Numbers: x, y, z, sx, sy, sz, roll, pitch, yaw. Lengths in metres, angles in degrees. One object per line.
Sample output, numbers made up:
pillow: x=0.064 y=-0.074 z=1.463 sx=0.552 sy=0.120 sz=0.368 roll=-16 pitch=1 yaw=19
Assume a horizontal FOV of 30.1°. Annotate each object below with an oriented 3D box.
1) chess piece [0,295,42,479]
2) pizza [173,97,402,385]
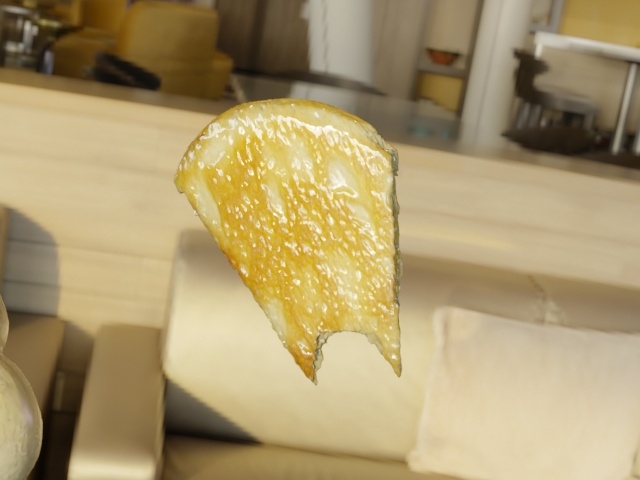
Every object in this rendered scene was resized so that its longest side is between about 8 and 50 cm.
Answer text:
chess piece: x=-0.247 y=0.038 z=0.717 sx=0.143 sy=0.260 sz=0.143 roll=-26 pitch=-10 yaw=-5
pizza: x=0.000 y=0.000 z=0.988 sx=0.181 sy=0.262 sz=0.034 roll=-25 pitch=5 yaw=18
